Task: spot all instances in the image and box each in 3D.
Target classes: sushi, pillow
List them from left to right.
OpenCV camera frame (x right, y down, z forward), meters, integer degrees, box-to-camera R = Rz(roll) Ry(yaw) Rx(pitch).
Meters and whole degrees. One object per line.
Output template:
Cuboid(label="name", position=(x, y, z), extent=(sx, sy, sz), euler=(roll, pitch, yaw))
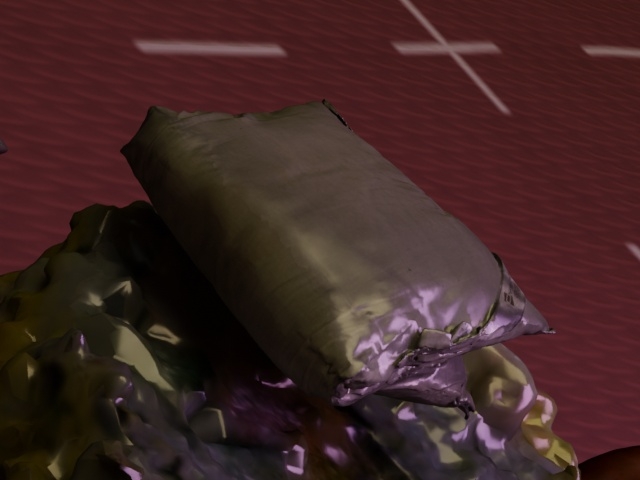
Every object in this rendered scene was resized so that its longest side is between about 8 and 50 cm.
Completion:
Cuboid(label="sushi", position=(-0.023, 0.173, 0.894), extent=(0.396, 0.240, 0.351), euler=(41, 28, 5))
Cuboid(label="pillow", position=(0.000, 0.000, 0.854), extent=(0.134, 0.078, 0.181), euler=(-3, 43, -49))

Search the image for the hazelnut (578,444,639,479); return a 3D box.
Cuboid(label="hazelnut", position=(0.180, 0.209, 1.142), extent=(0.178, 0.178, 0.204), euler=(42, 59, 11))

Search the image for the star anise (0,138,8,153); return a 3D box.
Cuboid(label="star anise", position=(-0.295, -0.100, 1.183), extent=(0.212, 0.073, 0.197), euler=(40, 32, 3))
